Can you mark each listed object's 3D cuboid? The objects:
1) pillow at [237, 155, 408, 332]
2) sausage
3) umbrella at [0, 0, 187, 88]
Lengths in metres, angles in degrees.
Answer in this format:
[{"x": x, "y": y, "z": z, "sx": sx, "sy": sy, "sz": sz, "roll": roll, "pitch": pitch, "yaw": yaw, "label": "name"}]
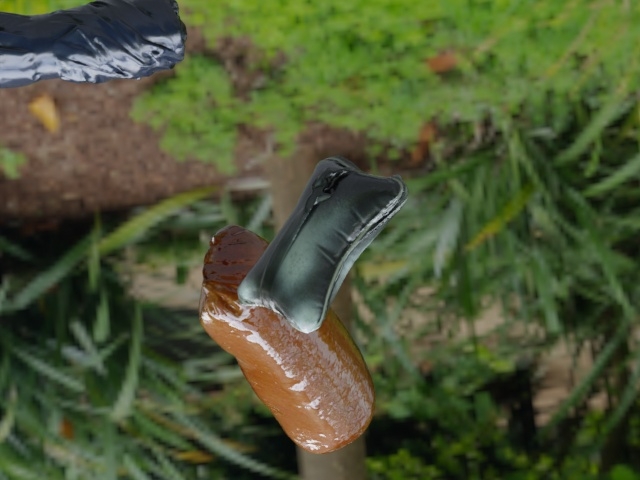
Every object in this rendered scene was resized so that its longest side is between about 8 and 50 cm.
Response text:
[{"x": 0.001, "y": 0.001, "z": 1.131, "sx": 0.091, "sy": 0.135, "sz": 0.055, "roll": 28, "pitch": 172, "yaw": 20, "label": "pillow"}, {"x": -0.025, "y": 0.097, "z": 1.394, "sx": 0.094, "sy": 0.097, "sz": 0.348, "roll": 2, "pitch": 151, "yaw": 19, "label": "sausage"}, {"x": -0.222, "y": -0.137, "z": 1.141, "sx": 0.248, "sy": 0.070, "sz": 0.071, "roll": -11, "pitch": 170, "yaw": -7, "label": "umbrella"}]
